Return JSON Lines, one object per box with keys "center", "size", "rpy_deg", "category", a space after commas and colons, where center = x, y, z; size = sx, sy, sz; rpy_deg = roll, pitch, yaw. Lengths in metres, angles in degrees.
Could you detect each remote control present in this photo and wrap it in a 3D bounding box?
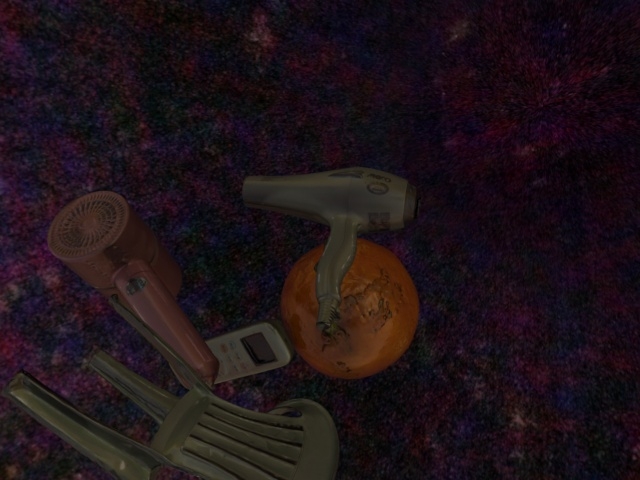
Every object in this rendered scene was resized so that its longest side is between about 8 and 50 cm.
{"center": [-0.169, 0.209, 0.851], "size": [0.309, 0.038, 0.090], "rpy_deg": [-23, 98, 36], "category": "remote control"}

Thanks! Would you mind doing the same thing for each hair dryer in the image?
{"center": [-0.018, -0.019, 0.565], "size": [0.218, 0.225, 0.089], "rpy_deg": [22, 144, 28], "category": "hair dryer"}
{"center": [-0.246, 0.099, 0.698], "size": [0.352, 0.125, 0.210], "rpy_deg": [44, 164, 31], "category": "hair dryer"}

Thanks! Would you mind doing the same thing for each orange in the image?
{"center": [0.051, 0.117, 0.831], "size": [0.245, 0.246, 0.247], "rpy_deg": [7, 107, 23], "category": "orange"}

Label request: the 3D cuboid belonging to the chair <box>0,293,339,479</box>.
{"center": [-0.147, 0.197, 0.457], "size": [0.274, 0.203, 0.191], "rpy_deg": [34, 121, -4], "category": "chair"}
